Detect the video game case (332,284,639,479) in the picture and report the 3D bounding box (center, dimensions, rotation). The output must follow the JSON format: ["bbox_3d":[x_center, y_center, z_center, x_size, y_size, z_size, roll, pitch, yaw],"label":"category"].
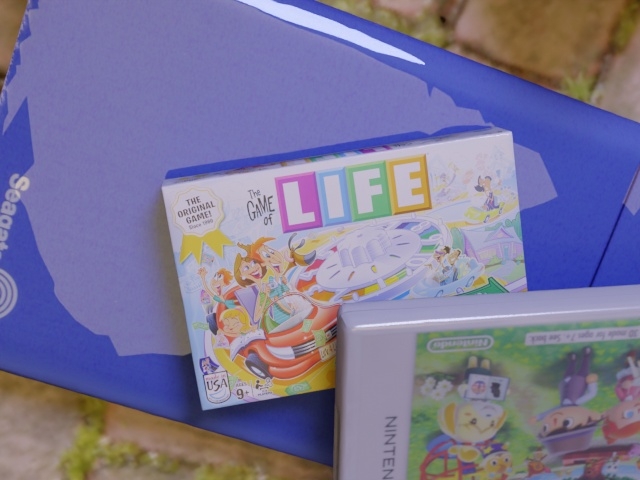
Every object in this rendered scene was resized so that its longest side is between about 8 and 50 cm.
[{"bbox_3d":[0.111,0.109,0.445,0.212,0.023,0.193,-3,119,-8],"label":"video game case"}]

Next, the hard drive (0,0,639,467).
[{"bbox_3d":[0.000,0.000,0.454,0.318,0.040,0.210,18,99,-9],"label":"hard drive"}]

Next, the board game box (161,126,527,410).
[{"bbox_3d":[0.014,0.012,0.422,0.154,0.026,0.103,-10,102,-4],"label":"board game box"}]
